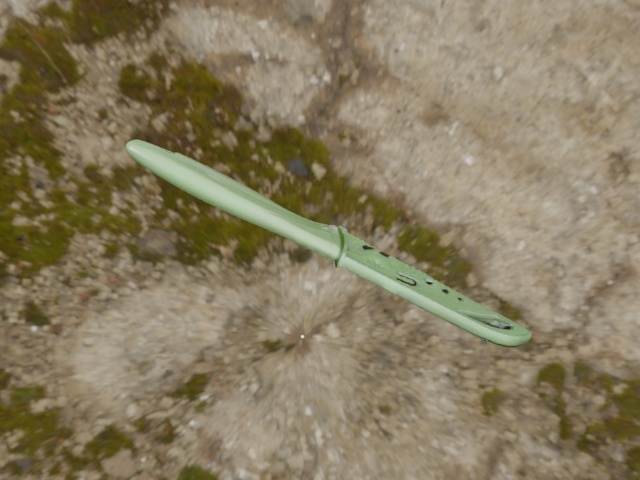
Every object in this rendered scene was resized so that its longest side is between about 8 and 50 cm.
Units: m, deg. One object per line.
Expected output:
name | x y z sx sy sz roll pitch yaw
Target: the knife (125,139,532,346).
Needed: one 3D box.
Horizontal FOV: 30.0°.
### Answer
knife | 0.001 -0.002 0.771 0.293 0.043 0.019 27 113 14
